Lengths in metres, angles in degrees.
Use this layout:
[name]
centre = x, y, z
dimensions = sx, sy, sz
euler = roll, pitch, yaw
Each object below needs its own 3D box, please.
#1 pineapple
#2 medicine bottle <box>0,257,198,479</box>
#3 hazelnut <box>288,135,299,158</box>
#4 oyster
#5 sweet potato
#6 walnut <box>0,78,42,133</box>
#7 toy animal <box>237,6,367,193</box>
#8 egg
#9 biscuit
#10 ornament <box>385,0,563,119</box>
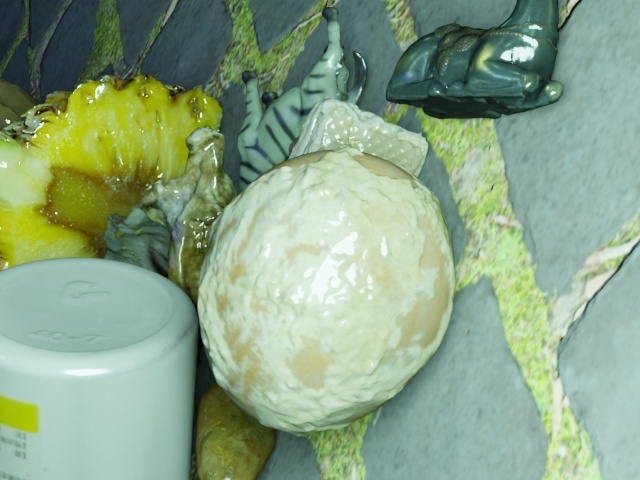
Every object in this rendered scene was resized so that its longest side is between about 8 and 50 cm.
[pineapple]
centre = -0.308, -0.073, 1.907
dimensions = 0.344, 0.286, 0.209
euler = -66, 26, 3
[medicine bottle]
centre = -0.218, 0.206, 1.512
dimensions = 0.208, 0.208, 0.340
euler = -123, 34, -59
[hazelnut]
centre = 0.010, -0.070, 1.536
dimensions = 0.086, 0.086, 0.086
euler = -42, 37, 42
[oyster]
centre = -0.144, 0.065, 1.658
dimensions = 0.396, 0.111, 0.204
euler = 124, 140, -60
[sweet potato]
centre = -0.077, 0.154, 1.548
dimensions = 0.075, 0.074, 0.269
euler = -55, 19, 26
[walnut]
centre = -0.464, -0.074, 2.232
dimensions = 0.285, 0.285, 0.296
euler = -52, 9, 31
[toy animal]
centre = -0.027, -0.101, 1.640
dimensions = 0.217, 0.073, 0.176
euler = -37, 50, 38
[egg]
centre = 0.003, 0.041, 1.337
dimensions = 0.245, 0.203, 0.203
euler = -64, 26, 25
[biscuit]
centre = 0.000, 0.000, 1.468
dimensions = 0.239, 0.108, 0.062
euler = -67, 24, 2
[ornament]
centre = 0.152, -0.216, 1.382
dimensions = 0.202, 0.080, 0.236
euler = 3, 76, 60
